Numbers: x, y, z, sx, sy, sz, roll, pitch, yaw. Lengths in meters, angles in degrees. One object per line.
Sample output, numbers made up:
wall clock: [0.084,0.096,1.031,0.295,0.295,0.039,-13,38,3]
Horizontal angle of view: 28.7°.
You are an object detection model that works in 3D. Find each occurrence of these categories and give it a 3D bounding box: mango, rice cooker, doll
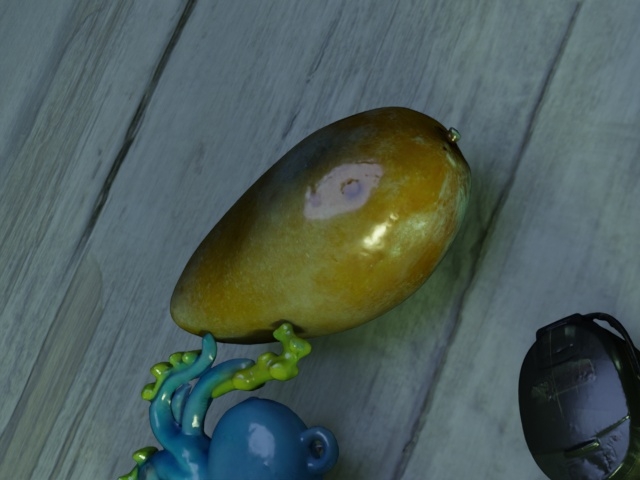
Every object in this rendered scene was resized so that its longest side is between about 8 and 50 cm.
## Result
mango: [0.000,0.000,1.345,0.384,0.199,0.221,-33,31,22]
rice cooker: [0.237,0.146,1.083,0.112,0.106,0.165,-28,44,32]
doll: [-0.098,0.280,1.340,0.341,0.099,0.346,-31,66,39]
